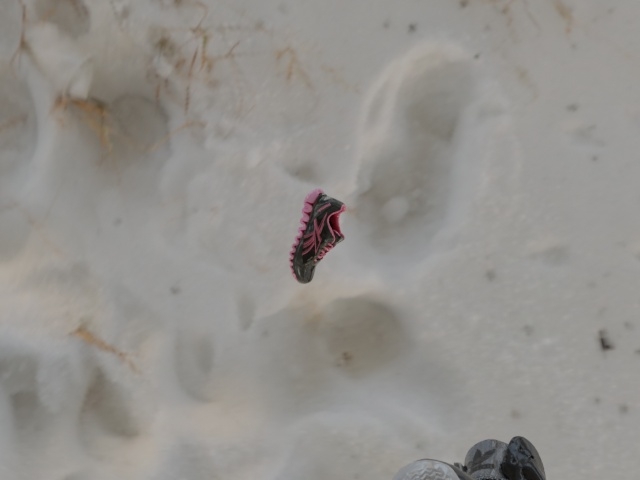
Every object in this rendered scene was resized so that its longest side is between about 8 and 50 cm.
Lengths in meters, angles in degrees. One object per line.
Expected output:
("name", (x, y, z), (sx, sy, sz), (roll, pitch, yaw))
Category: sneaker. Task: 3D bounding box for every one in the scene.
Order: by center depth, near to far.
("sneaker", (0.140, 0.237, 1.286), (0.268, 0.101, 0.153), (46, 28, -39))
("sneaker", (0.000, 0.000, 1.705), (0.057, 0.047, 0.119), (19, 105, 23))
